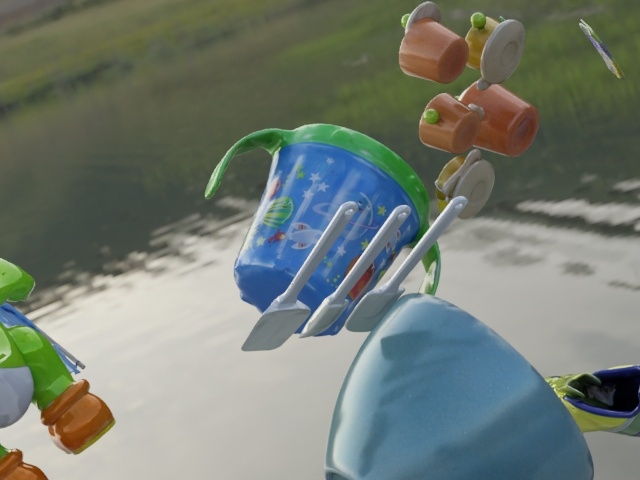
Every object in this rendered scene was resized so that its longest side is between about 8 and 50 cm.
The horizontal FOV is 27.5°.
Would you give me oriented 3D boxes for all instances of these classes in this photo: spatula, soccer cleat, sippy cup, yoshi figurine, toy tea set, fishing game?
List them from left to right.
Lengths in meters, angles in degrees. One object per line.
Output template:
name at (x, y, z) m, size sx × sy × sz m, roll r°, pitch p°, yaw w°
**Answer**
yoshi figurine at (-0.375, 0.091, 1.224) m, size 0.203 × 0.362 × 0.203 m, roll -37°, pitch 12°, yaw 20°
fishing game at (-0.419, 0.137, 1.830) m, size 0.041 × 0.189 × 0.264 m, roll -52°, pitch 0°, yaw -4°
sippy cup at (0.000, 0.000, 1.767) m, size 0.305 × 0.240 × 0.224 m, roll 16°, pitch 58°, yaw 24°
spatula at (0.031, 0.036, 1.264) m, size 0.168 × 0.019 × 0.242 m, roll -2°, pitch -33°, yaw -30°
toy tea set at (0.175, -0.194, 1.706) m, size 0.124 × 0.336 × 0.200 m, roll 30°, pitch 64°, yaw 34°
soccer cleat at (0.308, 0.189, 1.573) m, size 0.289 × 0.121 × 0.093 m, roll -11°, pitch 55°, yaw 48°

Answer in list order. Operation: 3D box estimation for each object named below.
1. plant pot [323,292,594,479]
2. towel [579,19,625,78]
plant pot at (0.118, 0.230, 1.409) m, size 0.195 × 0.290 × 0.290 m, roll -41°, pitch 19°, yaw -19°
towel at (0.372, -0.251, 1.727) m, size 0.009 × 0.083 × 0.060 m, roll -37°, pitch 26°, yaw 11°
